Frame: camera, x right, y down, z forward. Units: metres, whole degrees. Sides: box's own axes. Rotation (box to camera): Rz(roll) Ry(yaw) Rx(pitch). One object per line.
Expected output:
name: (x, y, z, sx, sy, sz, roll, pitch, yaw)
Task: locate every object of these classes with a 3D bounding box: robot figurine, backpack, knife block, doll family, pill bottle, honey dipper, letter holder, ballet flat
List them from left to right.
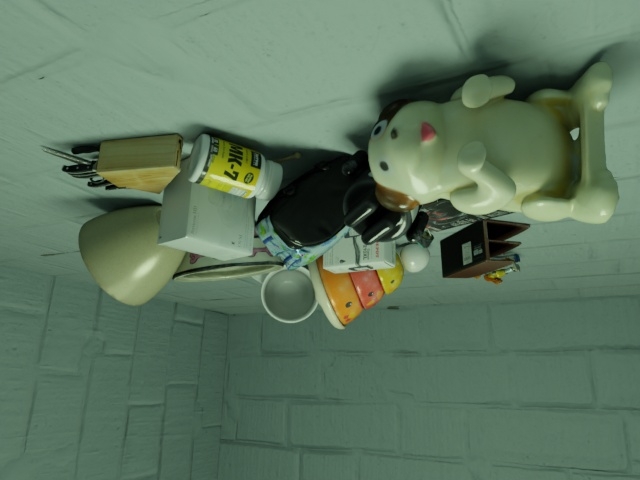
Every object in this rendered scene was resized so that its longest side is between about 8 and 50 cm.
knife block: (-0.493, -0.196, 1.255, 0.242, 0.088, 0.276, 10, 162, -30)
pill bottle: (-0.206, -0.171, 1.238, 0.209, 0.119, 0.119, 15, 159, -28)
honey dipper: (-0.119, -0.202, 1.316, 0.161, 0.030, 0.030, -12, 160, 30)
backpack: (-0.045, -0.054, 1.411, 0.273, 0.290, 0.356, 56, 154, -17)
robot figurine: (0.156, -0.104, 1.214, 0.174, 0.278, 0.209, 4, 124, 26)
ballet flat: (0.345, -0.032, 1.817, 0.074, 0.074, 0.203, -11, 154, 38)
letter holder: (0.615, 0.042, 1.889, 0.215, 0.151, 0.302, 4, 164, -15)
doll family: (0.733, 0.119, 2.157, 0.163, 0.118, 0.263, -25, 149, 37)

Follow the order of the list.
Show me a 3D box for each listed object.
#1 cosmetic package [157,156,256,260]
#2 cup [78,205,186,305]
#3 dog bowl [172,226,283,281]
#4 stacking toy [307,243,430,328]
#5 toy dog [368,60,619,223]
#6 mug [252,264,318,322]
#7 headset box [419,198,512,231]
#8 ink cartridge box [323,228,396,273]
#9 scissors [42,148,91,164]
cosmetic package: (-0.304, -0.081, 1.397, 0.138, 0.224, 0.225, -12, 159, 41)
cup: (-0.582, 0.015, 1.690, 0.237, 0.331, 0.331, -30, 156, 11)
dog bowl: (-0.347, 0.053, 1.897, 0.408, 0.150, 0.408, -7, 172, -1)
stacking toy: (0.213, 0.126, 2.071, 0.480, 0.350, 0.350, -22, 160, 8)
toy dog: (0.299, -0.182, 1.006, 0.408, 0.284, 0.395, 2, -178, 2)
mug: (-0.194, 0.243, 2.525, 0.374, 0.276, 0.328, 33, 170, 0)
headset box: (0.351, -0.117, 1.417, 0.218, 0.110, 0.293, 15, 159, -38)
ink cartridge box: (0.135, 0.015, 1.788, 0.237, 0.171, 0.100, -8, 162, 28)
scissors: (-0.595, -0.198, 1.392, 0.109, 0.021, 0.297, -3, 163, 25)
